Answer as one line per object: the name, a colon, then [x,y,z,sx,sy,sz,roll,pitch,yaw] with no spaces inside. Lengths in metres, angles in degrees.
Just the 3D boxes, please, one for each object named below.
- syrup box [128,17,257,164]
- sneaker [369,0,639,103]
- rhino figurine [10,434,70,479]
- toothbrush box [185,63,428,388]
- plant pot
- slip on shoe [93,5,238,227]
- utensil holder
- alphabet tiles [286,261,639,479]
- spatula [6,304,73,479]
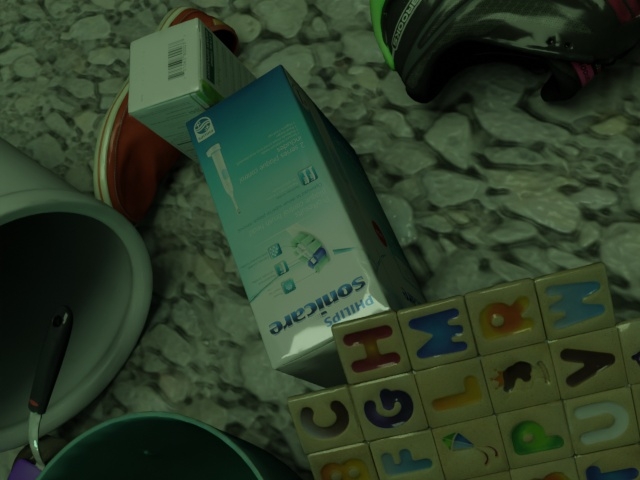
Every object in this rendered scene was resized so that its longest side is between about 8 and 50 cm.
syrup box: [-0.118,-0.149,0.904,0.096,0.237,0.093,-13,67,21]
sneaker: [0.295,-0.257,0.818,0.483,0.185,0.202,-10,86,24]
rhino figurine: [-0.274,0.302,0.906,0.243,0.073,0.106,8,77,25]
toothbrush box: [0.000,0.000,0.809,0.126,0.216,0.295,-28,62,13]
plant pot: [-0.112,0.325,0.728,0.293,0.235,0.293,-8,69,20]
slip on shoe: [-0.206,-0.166,1.024,0.101,0.123,0.331,15,73,24]
utensil holder: [-0.458,0.022,0.950,0.385,0.327,0.327,29,85,32]
alphabet tiles: [0.157,0.175,0.666,0.343,0.011,0.285,-14,107,9]
spatula: [-0.321,0.214,0.871,0.084,0.030,0.296,22,104,30]
